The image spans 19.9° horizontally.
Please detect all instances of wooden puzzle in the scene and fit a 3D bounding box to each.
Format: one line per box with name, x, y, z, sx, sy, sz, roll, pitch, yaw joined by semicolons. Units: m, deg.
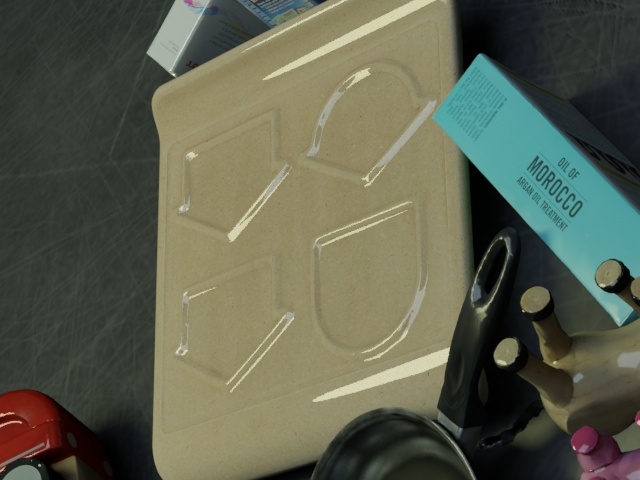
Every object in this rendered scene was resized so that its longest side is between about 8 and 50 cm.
wooden puzzle;0.000;0.000;1.403;0.322;0.080;0.348;-22;63;38

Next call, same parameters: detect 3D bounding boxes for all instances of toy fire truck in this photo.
toy fire truck;-0.287;0.195;1.569;0.217;0.158;0.246;-27;50;12

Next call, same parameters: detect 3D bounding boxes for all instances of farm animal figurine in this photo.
farm animal figurine;0.296;0.074;0.997;0.327;0.172;0.330;-50;44;-3

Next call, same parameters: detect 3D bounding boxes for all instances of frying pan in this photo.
frying pan;0.063;0.149;1.241;0.197;0.053;0.326;7;90;51

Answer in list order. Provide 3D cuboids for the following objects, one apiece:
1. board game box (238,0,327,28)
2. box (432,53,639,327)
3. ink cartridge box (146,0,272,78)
board game box;-0.039;-0.260;1.466;0.060;0.194;0.194;-20;59;39
box;0.179;-0.025;1.205;0.060;0.100;0.244;-54;43;16
ink cartridge box;-0.079;-0.188;1.553;0.052;0.088;0.122;37;100;48
